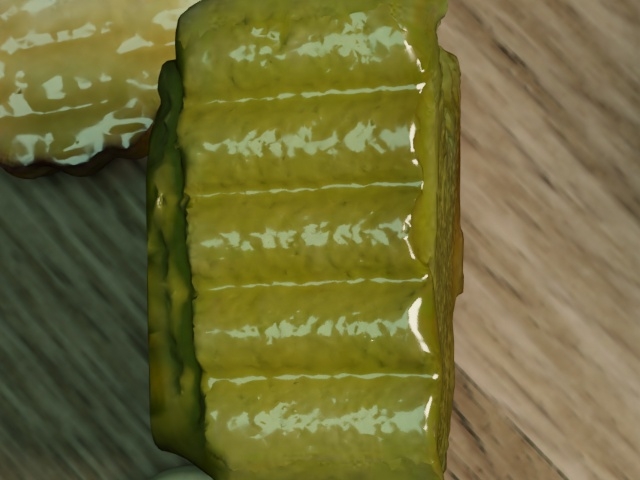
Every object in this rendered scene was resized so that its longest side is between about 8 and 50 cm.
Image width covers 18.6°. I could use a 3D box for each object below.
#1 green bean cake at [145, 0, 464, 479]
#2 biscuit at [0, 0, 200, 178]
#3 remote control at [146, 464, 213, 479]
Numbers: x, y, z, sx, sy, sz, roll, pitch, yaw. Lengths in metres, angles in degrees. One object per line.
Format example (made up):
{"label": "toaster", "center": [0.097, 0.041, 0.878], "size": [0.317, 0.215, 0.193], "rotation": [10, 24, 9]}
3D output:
{"label": "green bean cake", "center": [0.000, 0.000, 0.870], "size": [0.124, 0.236, 0.233], "rotation": [0, 85, 6]}
{"label": "biscuit", "center": [-0.112, -0.093, 0.981], "size": [0.183, 0.061, 0.118], "rotation": [-33, 83, 3]}
{"label": "remote control", "center": [0.008, 0.163, 0.948], "size": [0.221, 0.042, 0.078], "rotation": [12, 84, 7]}
